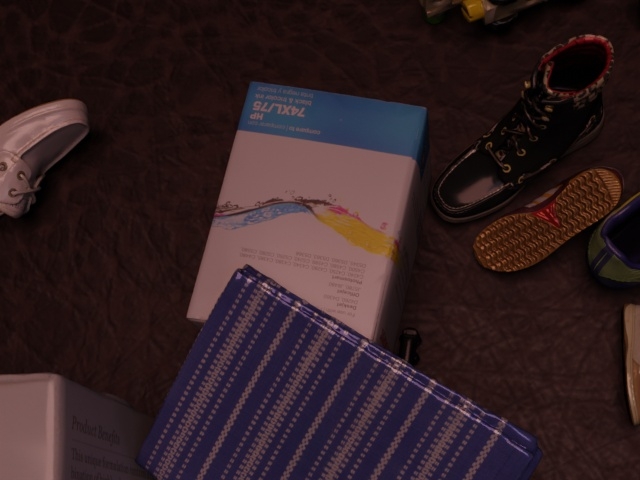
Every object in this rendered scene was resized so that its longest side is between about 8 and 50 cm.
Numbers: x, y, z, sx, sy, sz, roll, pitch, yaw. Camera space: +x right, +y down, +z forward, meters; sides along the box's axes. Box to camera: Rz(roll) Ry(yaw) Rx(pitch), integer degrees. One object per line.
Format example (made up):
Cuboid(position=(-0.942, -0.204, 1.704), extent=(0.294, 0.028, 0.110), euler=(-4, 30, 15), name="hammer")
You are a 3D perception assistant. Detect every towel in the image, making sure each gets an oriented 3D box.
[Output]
Cuboid(position=(0.011, 0.203, 0.966), extent=(0.336, 0.040, 0.243), euler=(31, 102, 11), name="towel")

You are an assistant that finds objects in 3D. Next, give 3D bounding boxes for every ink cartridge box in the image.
Cuboid(position=(0.000, 0.000, 1.108), extent=(0.197, 0.198, 0.270), euler=(10, 74, 11), name="ink cartridge box")

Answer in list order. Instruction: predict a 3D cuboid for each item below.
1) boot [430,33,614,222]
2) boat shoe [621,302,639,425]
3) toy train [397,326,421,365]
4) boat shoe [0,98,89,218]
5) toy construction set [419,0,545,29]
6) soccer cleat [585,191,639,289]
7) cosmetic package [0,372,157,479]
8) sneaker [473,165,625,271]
Cuboid(position=(0.222, -0.124, 1.125), extent=(0.236, 0.178, 0.085), euler=(-33, 71, -4), name="boot")
Cuboid(position=(0.351, 0.133, 1.092), extent=(0.045, 0.050, 0.135), euler=(-1, 72, 14), name="boat shoe")
Cuboid(position=(0.093, 0.173, 1.123), extent=(0.027, 0.036, 0.158), euler=(5, 73, 10), name="toy train")
Cuboid(position=(-0.388, -0.068, 1.244), extent=(0.277, 0.098, 0.096), euler=(-34, 71, 6), name="boat shoe")
Cuboid(position=(0.223, -0.383, 1.236), extent=(0.328, 0.151, 0.215), euler=(-27, 70, 10), name="toy construction set")
Cuboid(position=(0.417, -0.047, 1.103), extent=(0.289, 0.121, 0.093), euler=(-36, 70, -4), name="soccer cleat")
Cuboid(position=(-0.341, 0.358, 0.971), extent=(0.328, 0.329, 0.393), euler=(-6, 71, 7), name="cosmetic package")
Cuboid(position=(0.263, -0.022, 1.152), extent=(0.186, 0.084, 0.069), euler=(-30, 86, 24), name="sneaker")
